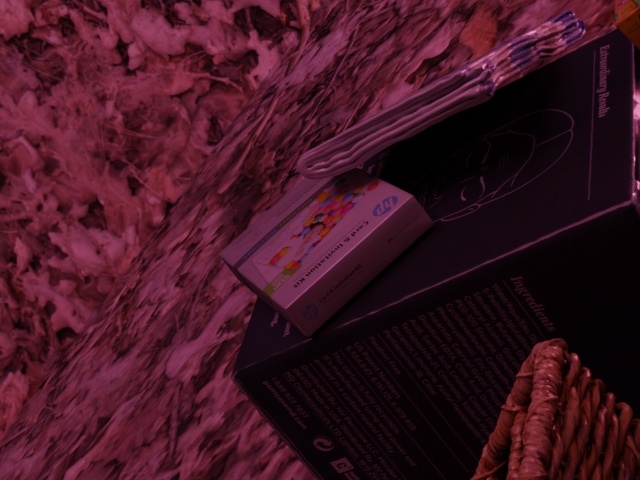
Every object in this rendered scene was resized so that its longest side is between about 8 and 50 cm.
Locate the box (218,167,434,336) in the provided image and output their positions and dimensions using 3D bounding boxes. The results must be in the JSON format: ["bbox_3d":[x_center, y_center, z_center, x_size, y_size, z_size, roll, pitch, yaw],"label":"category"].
[{"bbox_3d":[0.000,0.000,1.295,0.145,0.038,0.186,-41,26,-7],"label":"box"}]

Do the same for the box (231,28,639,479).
[{"bbox_3d":[0.159,0.032,1.322,0.395,0.212,0.293,-25,27,28],"label":"box"}]

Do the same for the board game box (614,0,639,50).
[{"bbox_3d":[0.343,-0.158,1.312,0.039,0.259,0.124,-36,22,30],"label":"board game box"}]

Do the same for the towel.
[{"bbox_3d":[0.118,-0.135,1.352,0.209,0.034,0.285,-25,5,32],"label":"towel"}]

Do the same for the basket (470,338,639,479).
[{"bbox_3d":[0.134,0.256,1.004,0.213,0.223,0.299,-32,25,36],"label":"basket"}]
